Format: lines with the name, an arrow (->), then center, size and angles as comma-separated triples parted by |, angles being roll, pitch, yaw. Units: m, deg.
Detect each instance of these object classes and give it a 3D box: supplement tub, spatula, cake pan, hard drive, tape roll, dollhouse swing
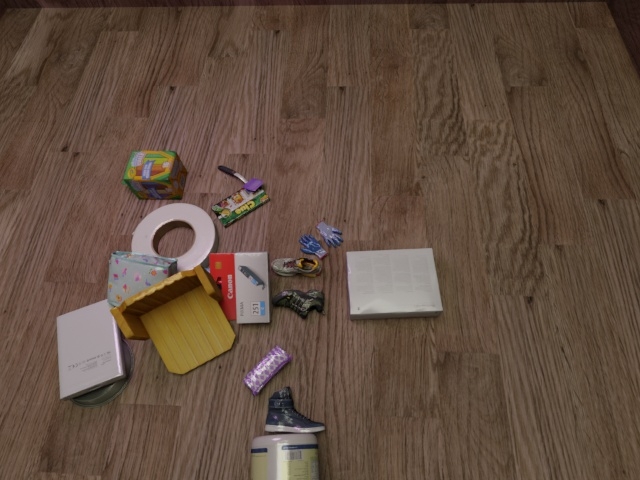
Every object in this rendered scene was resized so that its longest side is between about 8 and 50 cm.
supplement tub -> -0.117, 0.826, 1.358 | 0.236, 0.235, 0.324 | -4, 63, 1
spatula -> -0.412, -0.323, 2.062 | 0.296, 0.030, 0.084 | 30, 60, 24
cake pan -> -0.913, 0.519, 1.656 | 0.293, 0.054, 0.293 | -1, 63, 3
hard drive -> -0.925, 0.425, 1.642 | 0.233, 0.047, 0.353 | -20, 58, -10
tape roll -> -0.674, 0.005, 1.899 | 0.392, 0.072, 0.391 | -1, 63, 3
dollhouse swing -> -0.525, 0.326, 1.555 | 0.347, 0.315, 0.304 | -27, 78, -10

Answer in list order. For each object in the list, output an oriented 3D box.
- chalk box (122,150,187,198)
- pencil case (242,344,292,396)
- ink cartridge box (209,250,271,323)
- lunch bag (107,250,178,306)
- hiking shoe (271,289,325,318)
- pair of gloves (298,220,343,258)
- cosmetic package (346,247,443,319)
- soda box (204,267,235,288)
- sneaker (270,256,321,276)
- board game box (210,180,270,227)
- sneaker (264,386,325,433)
chalk box -> -0.838, -0.321, 2.014 | 0.289, 0.179, 0.180 | 1, 62, 3
pencil case -> -0.210, 0.510, 1.607 | 0.206, 0.086, 0.088 | -46, 35, -17
ink cartridge box -> -0.343, 0.197, 1.715 | 0.261, 0.066, 0.296 | -2, 92, 2
lunch bag -> -0.753, 0.170, 1.711 | 0.262, 0.160, 0.223 | 9, 100, -3
hiking shoe -> -0.093, 0.271, 1.727 | 0.227, 0.086, 0.114 | -4, 59, 0
pair of gloves -> 0.000, 0.000, 1.899 | 0.198, 0.023, 0.159 | -40, 66, -17
cosmetic package -> 0.304, 0.185, 1.747 | 0.378, 0.097, 0.284 | -2, 61, 2
soda box -> -0.423, 0.172, 1.801 | 0.210, 0.071, 0.067 | 5, 63, 5
sneaker -> -0.108, 0.105, 1.809 | 0.225, 0.092, 0.088 | 0, 63, 3
board game box -> -0.392, -0.180, 2.006 | 0.260, 0.030, 0.136 | -35, 68, -14
sneaker -> -0.091, 0.637, 1.538 | 0.226, 0.086, 0.163 | 2, 66, 5
